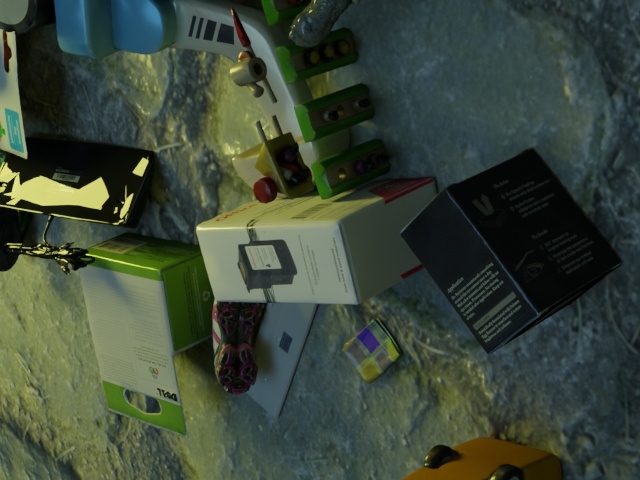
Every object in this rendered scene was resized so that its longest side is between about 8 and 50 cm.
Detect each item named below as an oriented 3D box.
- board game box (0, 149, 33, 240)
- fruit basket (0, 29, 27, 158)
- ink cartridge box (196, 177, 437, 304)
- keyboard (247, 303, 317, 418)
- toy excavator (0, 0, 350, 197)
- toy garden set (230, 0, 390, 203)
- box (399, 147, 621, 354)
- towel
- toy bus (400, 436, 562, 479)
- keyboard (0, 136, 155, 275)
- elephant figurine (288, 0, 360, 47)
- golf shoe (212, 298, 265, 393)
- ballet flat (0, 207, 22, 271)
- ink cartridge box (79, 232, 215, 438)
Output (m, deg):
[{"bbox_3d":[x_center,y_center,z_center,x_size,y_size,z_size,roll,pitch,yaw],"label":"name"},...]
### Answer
[{"bbox_3d":[-0.501,-0.090,2.005,0.126,0.026,0.186,48,133,17],"label":"board game box"},{"bbox_3d":[-0.557,-0.306,1.851,0.353,0.165,0.327,25,123,45],"label":"fruit basket"},{"bbox_3d":[0.000,0.000,1.458,0.237,0.172,0.100,-1,107,44],"label":"ink cartridge box"},{"bbox_3d":[-0.052,0.130,1.682,0.072,0.014,0.256,35,129,22],"label":"keyboard"},{"bbox_3d":[-0.176,-0.291,1.499,0.445,0.222,0.433,15,119,29],"label":"toy excavator"},{"bbox_3d":[-0.014,-0.165,1.378,0.049,0.204,0.244,-9,101,45],"label":"toy garden set"},{"bbox_3d":[0.195,0.008,1.287,0.158,0.156,0.093,55,136,12],"label":"box"},{"bbox_3d":[0.064,0.139,1.573,0.060,0.009,0.083,56,136,12],"label":"towel"},{"bbox_3d":[0.129,0.317,1.352,0.108,0.333,0.130,9,113,41],"label":"toy bus"},{"bbox_3d":[-0.376,-0.050,1.817,0.317,0.033,0.201,9,71,38],"label":"keyboard"},{"bbox_3d":[0.068,-0.323,1.282,0.239,0.186,0.169,104,166,-64],"label":"elephant figurine"},{"bbox_3d":[-0.118,0.108,1.693,0.086,0.067,0.186,-142,57,-68],"label":"golf shoe"},{"bbox_3d":[-0.502,-0.029,1.989,0.049,0.057,0.173,-110,23,-60],"label":"ballet flat"},{"bbox_3d":[-0.238,0.132,1.800,0.189,0.097,0.255,10,115,41],"label":"ink cartridge box"}]
